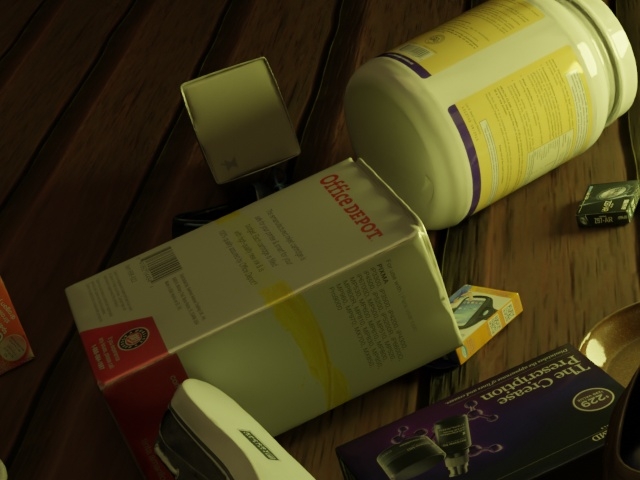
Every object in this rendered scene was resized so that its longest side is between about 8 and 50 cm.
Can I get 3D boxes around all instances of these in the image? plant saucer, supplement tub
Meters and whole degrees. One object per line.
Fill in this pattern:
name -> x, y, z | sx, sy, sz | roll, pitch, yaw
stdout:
plant saucer -> 0.363, 0.118, 1.706 | 0.199, 0.036, 0.198 | -14, 26, 7
supplement tub -> 0.224, -0.184, 2.174 | 0.331, 0.241, 0.241 | -28, 27, -23

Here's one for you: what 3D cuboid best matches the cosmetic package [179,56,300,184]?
cosmetic package -> -0.119, -0.172, 2.378 | 0.129, 0.153, 0.296 | -20, 7, -3

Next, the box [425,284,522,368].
box -> 0.158, 0.099, 1.890 | 0.081, 0.028, 0.136 | 9, 34, 45

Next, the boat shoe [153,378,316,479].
boat shoe -> -0.074, 0.258, 1.630 | 0.108, 0.102, 0.301 | 17, 18, -47

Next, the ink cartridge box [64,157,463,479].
ink cartridge box -> -0.068, 0.086, 1.876 | 0.385, 0.160, 0.279 | -25, 25, -5

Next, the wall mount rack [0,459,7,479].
wall mount rack -> -0.480, 0.341, 1.683 | 0.304, 0.130, 0.350 | 19, 43, 41

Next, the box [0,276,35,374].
box -> -0.514, 0.079, 2.218 | 0.142, 0.154, 0.300 | -27, 27, -19

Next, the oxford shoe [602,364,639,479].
oxford shoe -> 0.268, 0.249, 1.311 | 0.130, 0.132, 0.363 | -5, 46, 8

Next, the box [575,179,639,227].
box -> 0.359, -0.046, 2.065 | 0.067, 0.018, 0.083 | -5, 27, 26

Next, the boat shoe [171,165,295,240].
boat shoe -> -0.075, -0.036, 2.242 | 0.258, 0.089, 0.109 | -23, 25, -16

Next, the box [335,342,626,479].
box -> 0.172, 0.218, 1.553 | 0.261, 0.103, 0.184 | -23, 28, -12
